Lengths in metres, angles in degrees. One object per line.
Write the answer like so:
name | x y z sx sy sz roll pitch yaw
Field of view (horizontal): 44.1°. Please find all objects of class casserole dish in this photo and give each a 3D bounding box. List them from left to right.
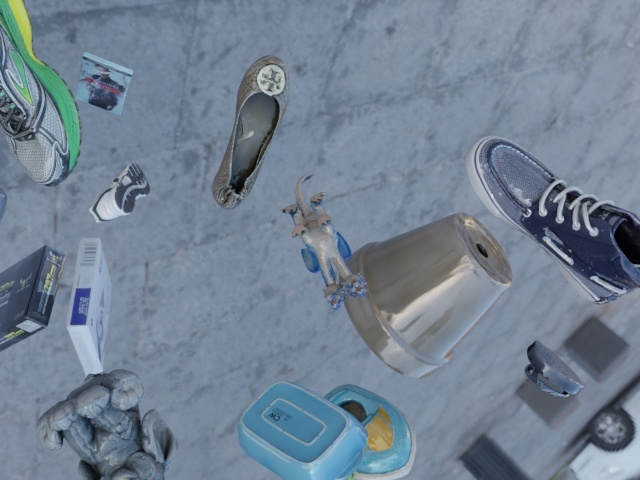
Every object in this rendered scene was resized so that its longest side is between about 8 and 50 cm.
casserole dish | -0.028 0.232 0.973 0.114 0.188 0.037 -42 130 -26

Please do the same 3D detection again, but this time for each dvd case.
dvd case | -0.380 -0.273 1.383 0.119 0.087 0.013 129 -24 -53

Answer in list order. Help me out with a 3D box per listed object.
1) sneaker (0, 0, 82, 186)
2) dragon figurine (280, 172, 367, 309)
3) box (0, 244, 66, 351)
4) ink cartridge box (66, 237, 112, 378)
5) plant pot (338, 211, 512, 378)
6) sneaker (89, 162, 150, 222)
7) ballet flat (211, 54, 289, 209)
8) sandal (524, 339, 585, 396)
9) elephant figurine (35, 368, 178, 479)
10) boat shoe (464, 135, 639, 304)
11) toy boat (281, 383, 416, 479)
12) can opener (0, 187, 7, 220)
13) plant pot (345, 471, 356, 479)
sneaker | -0.479 -0.231 1.167 0.134 0.344 0.146 -15 -159 24
dragon figurine | 0.000 0.000 1.373 0.085 0.289 0.144 -25 124 -1
box | -0.662 0.133 1.730 0.232 0.184 0.059 -24 137 34
ink cartridge box | -0.458 0.148 1.600 0.045 0.223 0.224 -1 140 -5
plant pot | 0.247 0.094 1.710 0.280 0.323 0.323 -38 159 30
sneaker | -0.223 -0.053 0.875 0.043 0.040 0.109 -23 -163 16
ballet flat | -0.107 -0.162 1.221 0.084 0.058 0.250 18 104 -23
sandal | 0.364 0.213 1.240 0.054 0.097 0.254 -46 157 7
elephant figurine | -0.283 0.316 1.135 0.169 0.239 0.186 -26 -171 37
boat shoe | 0.383 -0.048 1.214 0.127 0.340 0.158 -50 -174 -20
toy boat | 0.048 0.446 1.676 0.318 0.267 0.148 -42 138 -26
can opener | -0.393 0.065 0.765 0.074 0.093 0.281 -22 -137 62
plant pot | 0.021 0.397 1.400 0.083 0.079 0.083 -17 122 -29
